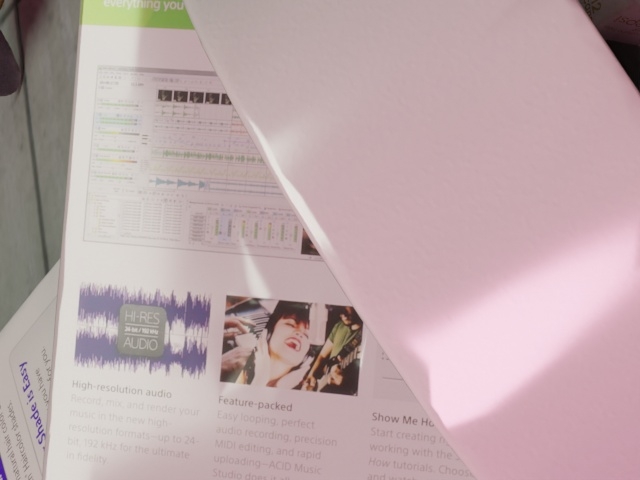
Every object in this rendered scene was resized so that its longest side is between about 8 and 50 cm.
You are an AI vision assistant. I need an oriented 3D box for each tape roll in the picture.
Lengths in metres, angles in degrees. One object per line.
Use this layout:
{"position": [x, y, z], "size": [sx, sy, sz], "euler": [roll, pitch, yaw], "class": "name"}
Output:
{"position": [0.067, -0.016, 0.631], "size": [0.100, 0.286, 0.286], "euler": [-34, 50, 9], "class": "tape roll"}

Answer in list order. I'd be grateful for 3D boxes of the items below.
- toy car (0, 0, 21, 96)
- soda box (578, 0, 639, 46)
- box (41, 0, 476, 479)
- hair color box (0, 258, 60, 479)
{"position": [-0.258, -0.188, 1.301], "size": [0.149, 0.155, 0.188], "euler": [32, 122, 55], "class": "toy car"}
{"position": [0.135, -0.189, 0.748], "size": [0.074, 0.069, 0.216], "euler": [-32, 59, 51], "class": "soda box"}
{"position": [0.000, 0.000, 0.825], "size": [0.232, 0.058, 0.322], "euler": [5, 91, 16], "class": "box"}
{"position": [-0.124, 0.136, 1.019], "size": [0.339, 0.110, 0.185], "euler": [-47, 47, 25], "class": "hair color box"}
